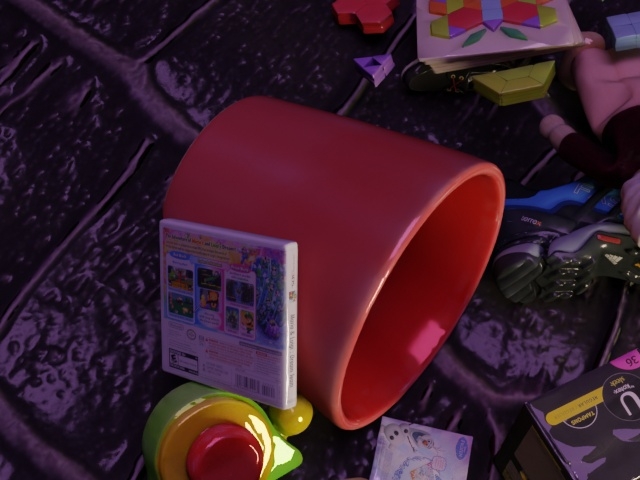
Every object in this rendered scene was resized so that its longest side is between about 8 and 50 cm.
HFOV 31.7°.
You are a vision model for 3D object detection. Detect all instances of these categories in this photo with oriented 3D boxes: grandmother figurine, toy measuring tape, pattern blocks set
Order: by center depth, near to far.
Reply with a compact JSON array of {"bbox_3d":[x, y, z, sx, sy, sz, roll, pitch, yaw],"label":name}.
[{"bbox_3d":[-0.154,0.212,0.997,0.330,0.121,0.121,-28,66,-17],"label":"toy measuring tape"},{"bbox_3d":[0.333,-0.108,1.144,0.208,0.104,0.342,-16,34,17],"label":"grandmother figurine"},{"bbox_3d":[0.191,-0.245,1.256,0.325,0.026,0.285,-15,42,-3],"label":"pattern blocks set"}]

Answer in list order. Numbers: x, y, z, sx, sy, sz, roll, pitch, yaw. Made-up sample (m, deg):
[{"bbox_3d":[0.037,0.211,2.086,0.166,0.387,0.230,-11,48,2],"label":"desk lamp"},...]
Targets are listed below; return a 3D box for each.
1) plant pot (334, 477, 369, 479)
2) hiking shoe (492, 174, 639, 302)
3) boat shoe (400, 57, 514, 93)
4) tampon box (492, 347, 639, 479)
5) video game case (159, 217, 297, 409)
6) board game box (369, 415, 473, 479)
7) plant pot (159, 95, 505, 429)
[{"bbox_3d":[-0.054,0.331,0.900,0.212,0.187,0.212,-5,61,-7],"label":"plant pot"},{"bbox_3d":[0.321,-0.021,1.161,0.304,0.113,0.132,-2,58,-7],"label":"hiking shoe"},{"bbox_3d":[0.158,-0.191,1.281,0.133,0.049,0.042,-10,54,-14],"label":"boat shoe"},{"bbox_3d":[0.242,0.190,1.011,0.120,0.161,0.101,-23,65,-16],"label":"tampon box"},{"bbox_3d":[-0.082,0.060,0.978,0.157,0.143,0.019,11,15,40],"label":"video game case"},{"bbox_3d":[0.093,0.220,1.066,0.090,0.020,0.090,12,61,4],"label":"board game box"},{"bbox_3d":[0.000,0.000,1.060,0.243,0.275,0.275,30,63,22],"label":"plant pot"}]
